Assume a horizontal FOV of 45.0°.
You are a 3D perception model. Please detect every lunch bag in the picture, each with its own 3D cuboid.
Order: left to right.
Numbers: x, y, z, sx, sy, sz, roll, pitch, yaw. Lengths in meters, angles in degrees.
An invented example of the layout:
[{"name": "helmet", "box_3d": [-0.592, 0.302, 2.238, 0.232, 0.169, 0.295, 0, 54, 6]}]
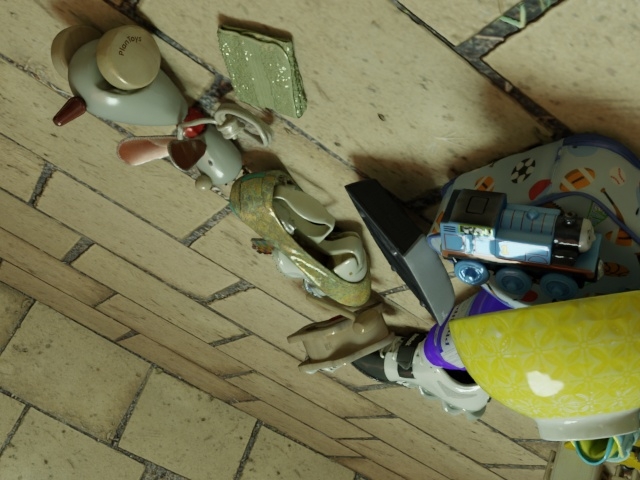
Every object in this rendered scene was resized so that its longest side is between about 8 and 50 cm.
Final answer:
[{"name": "lunch bag", "box_3d": [0.300, -0.006, 0.992, 0.243, 0.115, 0.303, 33, 154, -24]}]

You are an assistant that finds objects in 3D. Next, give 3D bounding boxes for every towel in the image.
[{"name": "towel", "box_3d": [-0.076, -0.219, 1.009, 0.110, 0.027, 0.148, 18, 155, 17]}]

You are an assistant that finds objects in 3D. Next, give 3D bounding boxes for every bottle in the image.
[{"name": "bottle", "box_3d": [0.259, 0.169, 1.377, 0.092, 0.118, 0.283, 26, 157, -5]}]

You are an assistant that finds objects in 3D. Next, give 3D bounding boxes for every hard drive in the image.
[{"name": "hard drive", "box_3d": [0.129, 0.017, 1.167, 0.172, 0.054, 0.255, 53, 179, 34]}]

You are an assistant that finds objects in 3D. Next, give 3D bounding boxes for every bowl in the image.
[{"name": "bowl", "box_3d": [0.308, 0.151, 0.924, 0.289, 0.156, 0.289, -8, 171, -1]}]

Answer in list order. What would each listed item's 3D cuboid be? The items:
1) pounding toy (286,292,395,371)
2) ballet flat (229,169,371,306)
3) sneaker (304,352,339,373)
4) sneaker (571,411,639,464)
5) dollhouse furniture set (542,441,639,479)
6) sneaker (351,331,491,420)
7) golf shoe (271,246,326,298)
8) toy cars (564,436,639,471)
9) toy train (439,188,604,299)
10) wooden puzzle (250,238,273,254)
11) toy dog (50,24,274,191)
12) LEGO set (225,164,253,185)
[{"name": "pounding toy", "box_3d": [0.044, 0.157, 1.536, 0.269, 0.154, 0.155, -20, 92, 50]}, {"name": "ballet flat", "box_3d": [0.000, 0.000, 1.292, 0.348, 0.123, 0.123, 40, 152, -31]}, {"name": "sneaker", "box_3d": [0.040, 0.260, 1.795, 0.090, 0.095, 0.235, 34, 153, -16]}, {"name": "sneaker", "box_3d": [0.520, 0.304, 1.297, 0.319, 0.208, 0.127, 33, 153, -19]}, {"name": "dollhouse furniture set", "box_3d": [0.635, 0.604, 1.855, 0.212, 0.161, 0.242, 4, 148, 38]}, {"name": "sneaker", "box_3d": [0.207, 0.240, 1.601, 0.330, 0.122, 0.146, 21, 138, 10]}, {"name": "golf shoe", "box_3d": [-0.020, 0.046, 1.474, 0.086, 0.069, 0.176, -16, 142, 32]}, {"name": "toy cars", "box_3d": [0.680, 0.401, 1.505, 0.393, 0.087, 0.176, -4, 149, 41]}, {"name": "toy train", "box_3d": [0.221, 0.004, 0.863, 0.184, 0.080, 0.105, 9, 138, 24]}, {"name": "wooden puzzle", "box_3d": [-0.107, 0.013, 1.533, 0.083, 0.006, 0.049, 3, 148, 40]}, {"name": "toy dog", "box_3d": [-0.251, -0.163, 1.109, 0.333, 0.161, 0.220, 36, 162, -21]}, {"name": "LEGO set", "box_3d": [-0.149, -0.114, 1.304, 0.083, 0.024, 0.054, -1, 150, 20]}]
